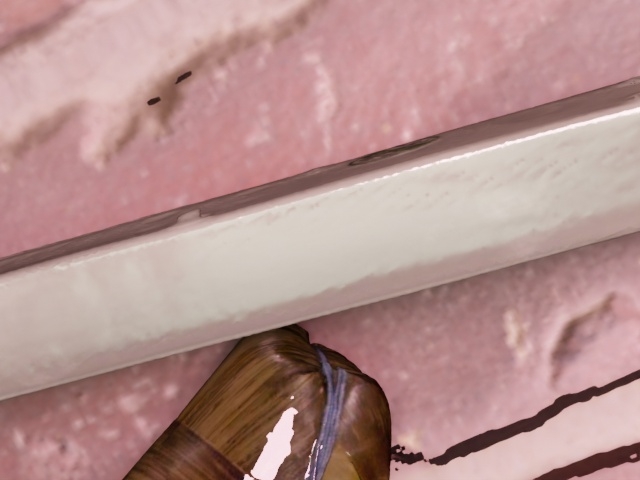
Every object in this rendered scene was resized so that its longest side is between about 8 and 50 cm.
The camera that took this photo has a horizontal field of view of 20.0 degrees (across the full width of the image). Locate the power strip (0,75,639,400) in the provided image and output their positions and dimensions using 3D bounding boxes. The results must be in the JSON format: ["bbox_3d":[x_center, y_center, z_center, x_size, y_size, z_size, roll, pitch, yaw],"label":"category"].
[{"bbox_3d":[0.000,0.000,0.797,0.385,0.091,0.062,-15,98,8],"label":"power strip"}]

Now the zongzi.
[{"bbox_3d":[-0.004,0.182,0.830,0.242,0.112,0.221,40,89,-20],"label":"zongzi"}]
